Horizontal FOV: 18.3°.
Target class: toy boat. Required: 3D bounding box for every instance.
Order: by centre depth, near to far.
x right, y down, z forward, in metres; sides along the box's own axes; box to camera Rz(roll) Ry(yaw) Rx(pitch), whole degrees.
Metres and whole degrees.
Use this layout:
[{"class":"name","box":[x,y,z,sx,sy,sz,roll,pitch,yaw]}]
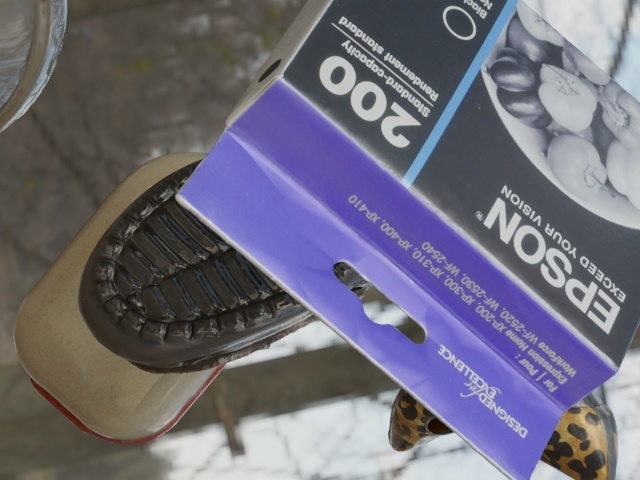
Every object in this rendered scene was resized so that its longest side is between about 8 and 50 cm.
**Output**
[{"class":"toy boat","box":[-0.116,0.043,1.528,0.151,0.231,0.151,41,2,10]}]

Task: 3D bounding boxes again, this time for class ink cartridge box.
[{"class":"ink cartridge box","box":[0.064,-0.028,0.907,0.045,0.206,0.208,-38,-164,49]}]

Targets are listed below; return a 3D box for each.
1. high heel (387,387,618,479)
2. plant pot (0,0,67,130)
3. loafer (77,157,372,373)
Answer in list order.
[{"class":"high heel","box":[0.158,0.187,1.802,0.261,0.093,0.186,-46,-119,44]},{"class":"plant pot","box":[-0.415,-0.200,1.794,0.280,0.323,0.323,-68,150,-73]},{"class":"loafer","box":[0.000,0.000,1.373,0.134,0.366,0.130,52,-28,23]}]
